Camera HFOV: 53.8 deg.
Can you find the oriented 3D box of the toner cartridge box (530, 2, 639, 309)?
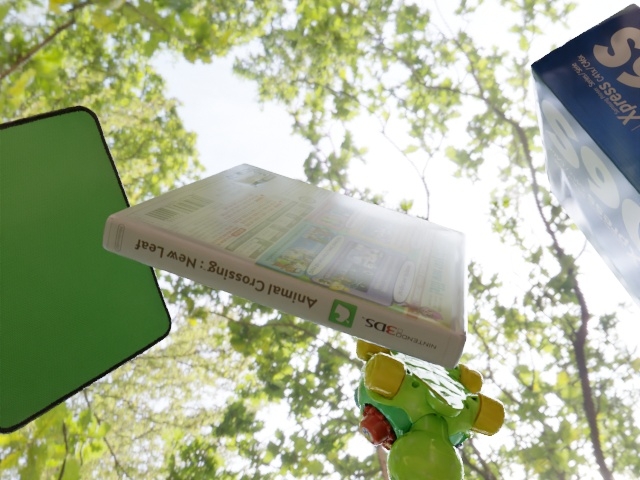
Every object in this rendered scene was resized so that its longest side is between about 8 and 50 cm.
[{"bbox_3d":[0.246,0.040,0.350,0.165,0.075,0.348,46,-164,-54],"label":"toner cartridge box"}]

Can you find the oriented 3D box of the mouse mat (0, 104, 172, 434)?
[{"bbox_3d":[-0.187,0.013,0.432,0.152,0.007,0.190,-31,-71,-46],"label":"mouse mat"}]

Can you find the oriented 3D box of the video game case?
[{"bbox_3d":[0.000,0.000,0.412,0.193,0.023,0.212,18,-163,8],"label":"video game case"}]

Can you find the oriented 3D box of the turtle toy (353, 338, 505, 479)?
[{"bbox_3d":[0.062,0.112,0.403,0.095,0.066,0.130,23,-170,-6],"label":"turtle toy"}]
